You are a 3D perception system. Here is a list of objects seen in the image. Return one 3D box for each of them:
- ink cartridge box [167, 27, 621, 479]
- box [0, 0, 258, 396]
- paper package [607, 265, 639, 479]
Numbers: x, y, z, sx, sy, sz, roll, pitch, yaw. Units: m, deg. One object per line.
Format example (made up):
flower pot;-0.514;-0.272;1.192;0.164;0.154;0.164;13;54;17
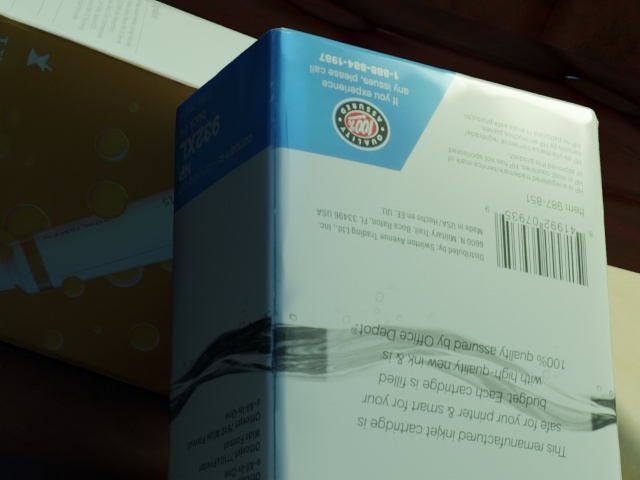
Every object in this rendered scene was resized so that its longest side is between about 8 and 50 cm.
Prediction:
ink cartridge box;0.040;0.066;0.927;0.223;0.129;0.307;12;67;-30
box;-0.140;-0.043;1.138;0.345;0.215;0.168;19;20;-10
paper package;0.253;0.164;1.111;0.309;0.168;0.325;15;21;-23
